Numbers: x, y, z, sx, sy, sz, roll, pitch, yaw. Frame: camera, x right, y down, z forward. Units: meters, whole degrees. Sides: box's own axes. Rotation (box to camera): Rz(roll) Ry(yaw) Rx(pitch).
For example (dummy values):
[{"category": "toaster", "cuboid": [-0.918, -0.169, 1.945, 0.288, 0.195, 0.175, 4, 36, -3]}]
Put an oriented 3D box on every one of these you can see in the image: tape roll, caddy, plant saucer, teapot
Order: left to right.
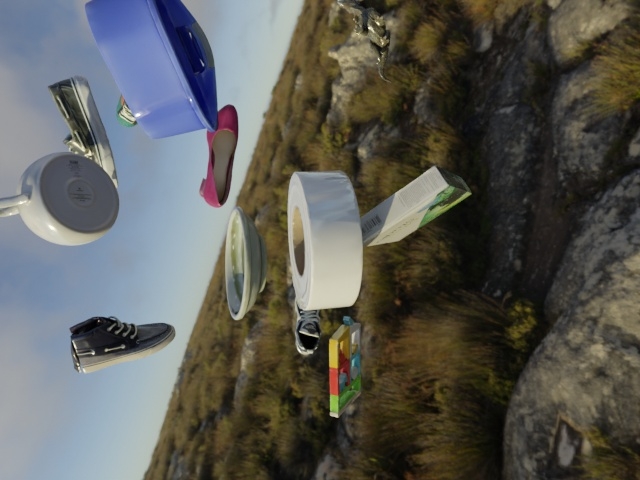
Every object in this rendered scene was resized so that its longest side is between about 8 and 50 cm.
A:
[{"category": "teapot", "cuboid": [-0.666, -0.092, 1.197, 0.187, 0.256, 0.253, -16, 42, 29]}, {"category": "caddy", "cuboid": [-0.313, -0.377, 0.965, 0.241, 0.179, 0.342, -102, -6, -57]}, {"category": "plant saucer", "cuboid": [-0.263, 0.082, 1.682, 0.400, 0.100, 0.401, -179, 90, -69]}, {"category": "tape roll", "cuboid": [0.000, 0.000, 0.966, 0.286, 0.100, 0.287, 175, 90, -78]}]

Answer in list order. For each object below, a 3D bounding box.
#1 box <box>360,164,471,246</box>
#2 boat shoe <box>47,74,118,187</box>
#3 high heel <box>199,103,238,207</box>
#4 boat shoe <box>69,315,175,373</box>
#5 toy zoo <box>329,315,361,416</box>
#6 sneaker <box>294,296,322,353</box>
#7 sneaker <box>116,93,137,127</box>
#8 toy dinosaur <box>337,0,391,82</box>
[{"category": "box", "cuboid": [0.216, -0.072, 1.086, 0.232, 0.059, 0.322, -35, -11, 23]}, {"category": "boat shoe", "cuboid": [-0.686, -0.301, 1.364, 0.121, 0.119, 0.335, 43, 146, 55]}, {"category": "high heel", "cuboid": [-0.229, -0.200, 1.113, 0.117, 0.082, 0.244, 27, 97, 53]}, {"category": "boat shoe", "cuboid": [-0.676, 0.322, 1.600, 0.127, 0.340, 0.158, 38, 138, 50]}, {"category": "toy zoo", "cuboid": [0.083, 0.389, 1.514, 0.192, 0.030, 0.294, -15, -74, -62]}, {"category": "sneaker", "cuboid": [-0.037, 0.263, 1.546, 0.153, 0.094, 0.235, 165, 114, -78]}, {"category": "sneaker", "cuboid": [-0.640, -0.471, 1.618, 0.302, 0.108, 0.121, -31, 36, 42]}, {"category": "toy dinosaur", "cuboid": [0.185, -0.680, 1.544, 0.121, 0.313, 0.160, -27, 31, 30]}]
